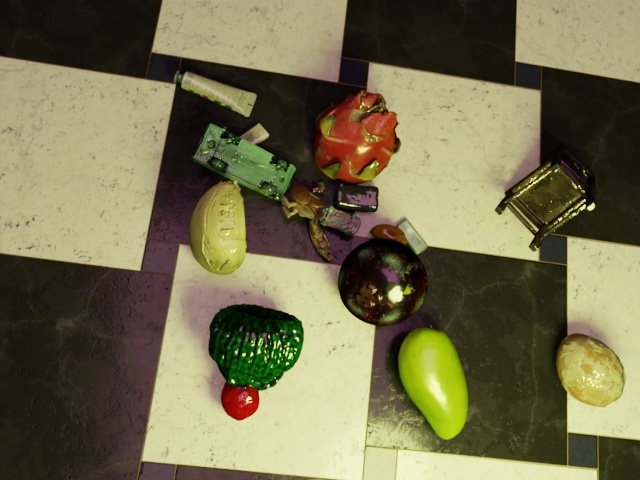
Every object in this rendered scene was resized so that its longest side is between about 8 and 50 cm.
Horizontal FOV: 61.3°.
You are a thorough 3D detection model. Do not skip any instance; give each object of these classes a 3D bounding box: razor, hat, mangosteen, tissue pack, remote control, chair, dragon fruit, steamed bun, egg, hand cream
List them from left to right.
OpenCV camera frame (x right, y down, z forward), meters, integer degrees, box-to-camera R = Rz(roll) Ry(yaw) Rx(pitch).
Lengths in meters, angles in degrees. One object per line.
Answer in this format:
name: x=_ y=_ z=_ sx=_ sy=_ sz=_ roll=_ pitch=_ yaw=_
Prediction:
hand cream: x=-0.360 y=-0.509 z=1.842 sx=0.276 sy=0.059 sz=0.095 roll=20 pitch=74 yaw=-7
steamed bun: x=-0.317 y=-0.041 z=1.645 sx=0.166 sy=0.232 sz=0.272 roll=-2 pitch=76 yaw=-14
tissue pack: x=-0.233 y=-0.346 z=1.831 sx=0.108 sy=0.023 sz=0.056 roll=-39 pitch=84 yaw=-14
hat: x=-0.200 y=0.365 z=1.595 sx=0.274 sy=0.242 sz=0.332 roll=14 pitch=99 yaw=19
razor: x=0.122 y=-0.143 z=1.812 sx=0.148 sy=0.054 sz=0.090 roll=5 pitch=76 yaw=-5
dragon fruit: x=0.123 y=-0.351 z=1.775 sx=0.306 sy=0.226 sz=0.305 roll=2 pitch=78 yaw=-9
mangosteen: x=0.196 y=0.125 z=1.662 sx=0.288 sy=0.288 sz=0.288 roll=2 pitch=77 yaw=-7
remote control: x=0.308 y=-0.013 z=1.824 sx=0.053 sy=0.018 sz=0.124 roll=-37 pitch=83 yaw=-12
chair: x=0.779 y=-0.159 z=1.846 sx=0.203 sy=0.416 sz=0.240 roll=47 pitch=120 yaw=5
egg: x=0.848 y=0.407 z=1.706 sx=0.195 sy=0.195 sz=0.233 roll=-21 pitch=62 yaw=-11

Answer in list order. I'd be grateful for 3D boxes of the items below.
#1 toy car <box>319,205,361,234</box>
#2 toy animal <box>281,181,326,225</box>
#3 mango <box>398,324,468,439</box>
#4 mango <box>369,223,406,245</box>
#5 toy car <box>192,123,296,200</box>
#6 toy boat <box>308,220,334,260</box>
toy car: x=0.065 y=-0.063 z=1.787 sx=0.142 sy=0.055 sz=0.069 roll=21 pitch=74 yaw=12
toy animal: x=-0.031 y=-0.122 z=1.763 sx=0.179 sy=0.089 sz=0.188 roll=-24 pitch=55 yaw=-24
mango: x=0.348 y=0.435 z=1.653 sx=0.192 sy=0.156 sz=0.343 roll=-15 pitch=81 yaw=-9
mango: x=0.228 y=-0.014 z=1.792 sx=0.127 sy=0.063 sz=0.077 roll=27 pitch=82 yaw=-1
toy car: x=-0.245 y=-0.252 z=1.763 sx=0.321 sy=0.097 sz=0.141 roll=26 pitch=74 yaw=-15
toy boat: x=0.000 y=0.000 z=1.767 sx=0.047 sy=0.049 sz=0.149 roll=-25 pitch=81 yaw=-13
